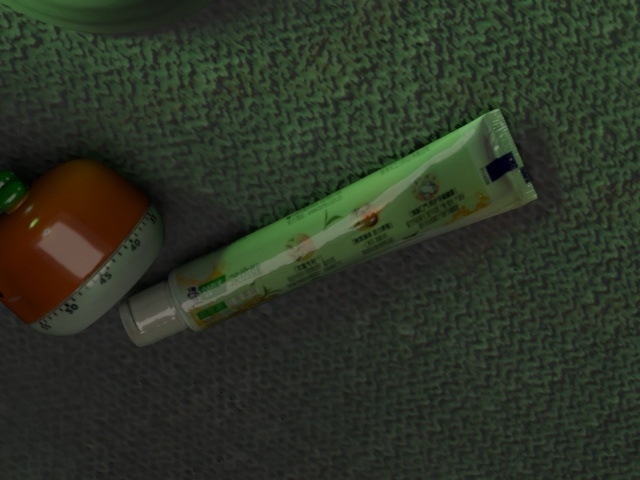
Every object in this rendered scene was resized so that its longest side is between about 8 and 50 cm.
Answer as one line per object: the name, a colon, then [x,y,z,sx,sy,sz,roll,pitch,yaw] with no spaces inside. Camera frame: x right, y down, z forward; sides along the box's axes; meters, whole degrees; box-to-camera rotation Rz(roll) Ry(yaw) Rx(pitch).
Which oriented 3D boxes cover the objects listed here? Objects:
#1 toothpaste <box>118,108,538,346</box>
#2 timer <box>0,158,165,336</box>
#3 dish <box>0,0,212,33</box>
toothpaste: [0.000,0.000,1.165,0.314,0.058,0.056,-24,69,7]
timer: [-0.188,-0.003,1.137,0.136,0.099,0.136,-4,111,-10]
dish: [-0.149,-0.248,1.031,0.260,0.085,0.260,0,115,1]
